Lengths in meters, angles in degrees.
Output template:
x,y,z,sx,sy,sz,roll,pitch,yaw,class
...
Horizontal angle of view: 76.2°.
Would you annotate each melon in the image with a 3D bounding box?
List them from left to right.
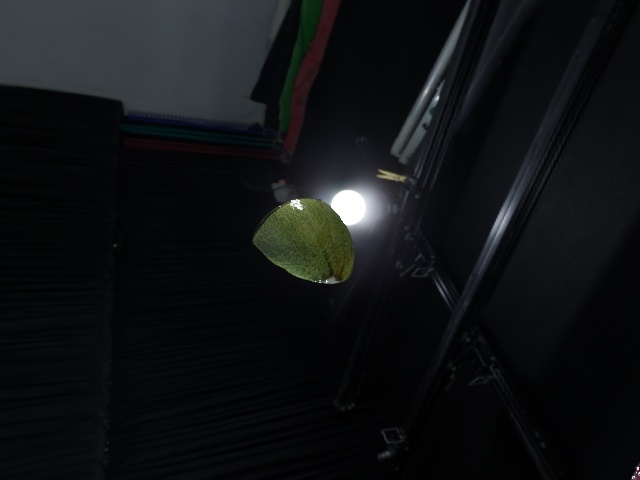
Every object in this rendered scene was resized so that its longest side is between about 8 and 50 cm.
x,y,z,sx,sy,sz,roll,pitch,yaw,class
0.000,0.000,0.582,0.128,0.160,0.079,52,-56,39,melon

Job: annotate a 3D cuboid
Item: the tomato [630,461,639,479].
x,y,z,sx,sy,sz,roll,pitch,yaw,class
0.741,0.682,0.891,0.176,0.290,0.334,23,-64,45,tomato
